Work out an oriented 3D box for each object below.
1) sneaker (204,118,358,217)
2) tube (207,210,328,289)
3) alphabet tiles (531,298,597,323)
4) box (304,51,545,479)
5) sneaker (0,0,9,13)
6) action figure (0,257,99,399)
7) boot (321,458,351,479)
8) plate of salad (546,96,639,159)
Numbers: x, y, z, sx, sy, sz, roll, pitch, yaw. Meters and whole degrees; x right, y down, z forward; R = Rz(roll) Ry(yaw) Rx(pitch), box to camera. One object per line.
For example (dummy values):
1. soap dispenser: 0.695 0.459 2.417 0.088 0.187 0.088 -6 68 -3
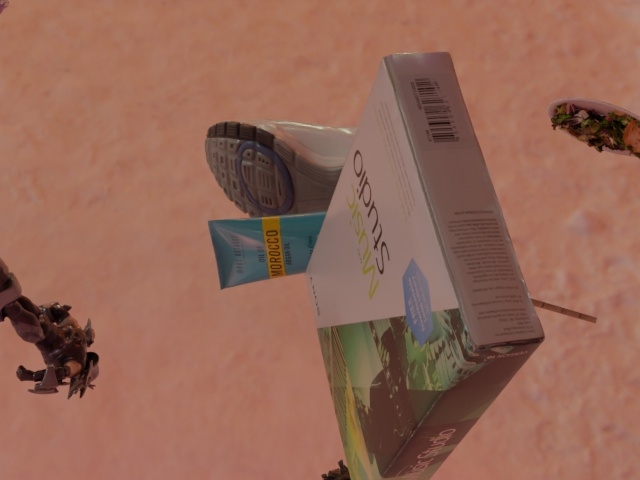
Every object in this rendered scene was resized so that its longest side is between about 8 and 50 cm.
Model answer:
1. sneaker: 0.011 -0.078 1.233 0.297 0.111 0.129 16 30 22
2. tube: 0.000 0.000 1.083 0.207 0.080 0.052 -8 28 -2
3. alphabet tiles: 0.169 0.050 1.184 0.198 0.009 0.237 15 -1 41
4. box: 0.061 0.046 0.868 0.059 0.322 0.232 -6 60 -14
5. sneaker: -0.533 -0.337 1.599 0.095 0.104 0.236 31 10 7
6. action figure: -0.416 0.125 1.630 0.099 0.285 0.185 -37 33 3
7. boot: 0.047 0.275 1.088 0.045 0.121 0.099 -21 7 -32
8. plate of salad: 0.463 -0.177 1.847 0.200 0.200 0.048 21 79 10
